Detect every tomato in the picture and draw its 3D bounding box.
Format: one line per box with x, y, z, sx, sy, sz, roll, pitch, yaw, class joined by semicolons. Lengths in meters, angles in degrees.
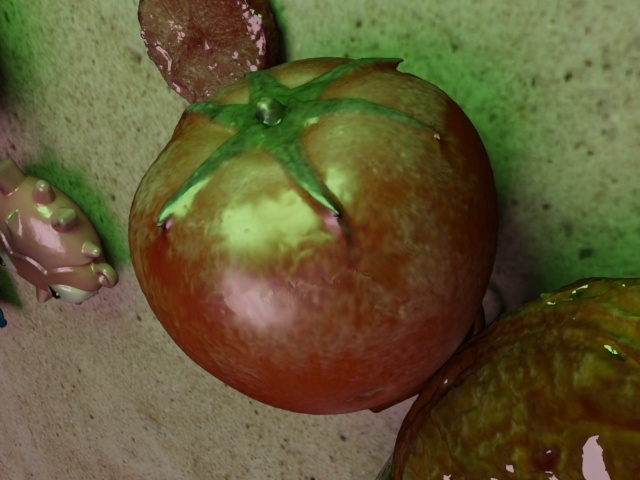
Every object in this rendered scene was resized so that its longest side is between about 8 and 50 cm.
0.000;0.000;0.552;0.265;0.265;0.265;19;129;25;tomato

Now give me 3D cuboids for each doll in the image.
-0.350;-0.011;0.914;0.262;0.093;0.211;32;139;10;doll

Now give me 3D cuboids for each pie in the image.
-0.098;-0.184;0.654;0.154;0.036;0.154;19;128;25;pie

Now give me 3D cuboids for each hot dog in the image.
0.215;0.156;0.519;0.267;0.174;0.387;26;138;-16;hot dog

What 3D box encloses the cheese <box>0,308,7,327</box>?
-0.576;0.071;1.151;0.270;0.069;0.177;9;124;31;cheese

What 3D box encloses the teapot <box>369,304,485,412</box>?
0.070;0.088;0.680;0.173;0.116;0.116;-32;98;29;teapot

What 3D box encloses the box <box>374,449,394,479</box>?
0.147;0.368;0.723;0.297;0.225;0.190;33;134;12;box
